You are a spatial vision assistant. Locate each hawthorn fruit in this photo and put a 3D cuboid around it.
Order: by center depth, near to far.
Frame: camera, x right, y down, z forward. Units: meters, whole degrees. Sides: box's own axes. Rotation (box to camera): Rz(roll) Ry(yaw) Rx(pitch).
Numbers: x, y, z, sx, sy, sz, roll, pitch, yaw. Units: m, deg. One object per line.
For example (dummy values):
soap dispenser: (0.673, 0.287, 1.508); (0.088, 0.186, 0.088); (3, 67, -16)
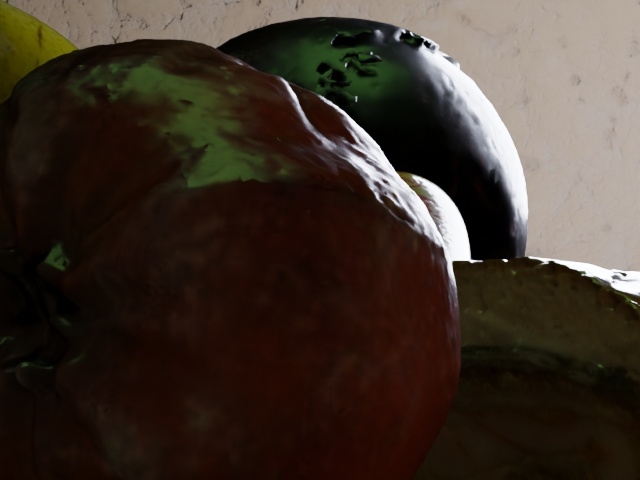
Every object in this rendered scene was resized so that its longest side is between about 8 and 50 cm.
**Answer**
hawthorn fruit: (-0.038, 0.036, 0.792); (0.242, 0.241, 0.272); (4, -2, 39)

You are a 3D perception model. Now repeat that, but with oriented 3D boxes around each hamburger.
hamburger: (0.152, 0.096, 1.068); (0.209, 0.162, 0.330); (5, -5, -41)

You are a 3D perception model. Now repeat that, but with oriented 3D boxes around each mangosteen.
mangosteen: (-0.014, -0.012, 1.692); (0.381, 0.381, 0.421); (4, 34, 43)

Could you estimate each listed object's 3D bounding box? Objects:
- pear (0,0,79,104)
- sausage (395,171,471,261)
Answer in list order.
pear: (-0.339, -0.038, 1.587); (0.362, 0.362, 0.418); (5, 22, 1)
sausage: (0.055, 0.058, 1.368); (0.123, 0.123, 0.347); (6, 32, -1)
